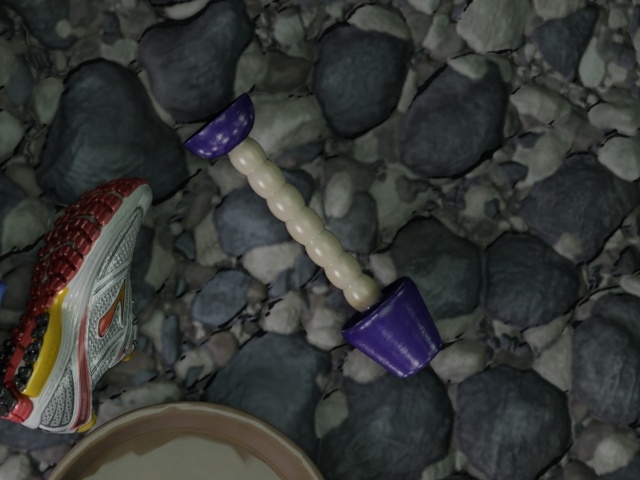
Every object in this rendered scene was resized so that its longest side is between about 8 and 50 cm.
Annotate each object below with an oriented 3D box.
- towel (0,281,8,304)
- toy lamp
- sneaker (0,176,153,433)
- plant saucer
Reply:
[{"bbox_3d":[-0.438,0.091,1.509,0.336,0.040,0.243,16,111,-14],"label":"towel"},{"bbox_3d":[0.000,0.000,1.649,0.080,0.080,0.275,-42,98,-12],"label":"toy lamp"},{"bbox_3d":[-0.191,0.053,1.607,0.092,0.088,0.225,28,80,-31],"label":"sneaker"},{"bbox_3d":[-0.114,0.272,1.625,0.277,0.041,0.278,1,87,-13],"label":"plant saucer"}]
